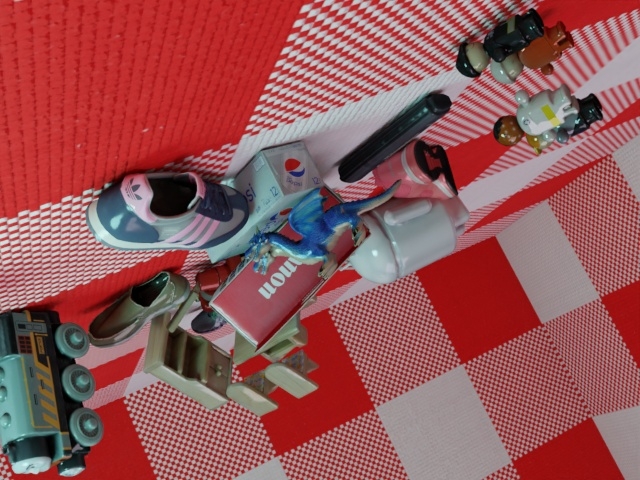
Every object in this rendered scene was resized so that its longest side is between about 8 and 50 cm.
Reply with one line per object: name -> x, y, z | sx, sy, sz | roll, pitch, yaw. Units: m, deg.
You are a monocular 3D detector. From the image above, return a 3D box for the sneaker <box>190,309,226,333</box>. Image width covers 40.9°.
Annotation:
sneaker -> -0.277, 0.185, 2.462 | 0.224, 0.083, 0.098 | -27, 147, -10

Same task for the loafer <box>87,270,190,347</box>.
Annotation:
loafer -> -0.409, 0.140, 1.874 | 0.251, 0.094, 0.087 | -35, 145, -4

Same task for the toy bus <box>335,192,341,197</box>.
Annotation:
toy bus -> -0.019, -0.018, 1.934 | 0.104, 0.191, 0.202 | 16, 177, 13

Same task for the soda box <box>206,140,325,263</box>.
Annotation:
soda box -> -0.114, -0.064, 1.523 | 0.098, 0.091, 0.286 | -19, 167, -38

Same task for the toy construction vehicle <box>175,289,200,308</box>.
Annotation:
toy construction vehicle -> -0.326, 0.143, 2.205 | 0.098, 0.035, 0.086 | -17, 177, -31

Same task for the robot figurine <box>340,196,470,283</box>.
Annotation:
robot figurine -> 0.212, -0.013, 2.235 | 0.353, 0.200, 0.300 | -25, 152, -14

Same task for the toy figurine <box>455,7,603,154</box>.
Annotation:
toy figurine -> 0.335, -0.248, 1.380 | 0.148, 0.209, 0.213 | -26, 171, 32

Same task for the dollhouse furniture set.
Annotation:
dollhouse furniture set -> -0.228, 0.253, 2.239 | 0.394, 0.362, 0.256 | -31, 128, 27

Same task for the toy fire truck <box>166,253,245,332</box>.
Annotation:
toy fire truck -> -0.257, 0.128, 2.024 | 0.246, 0.158, 0.217 | -10, 165, -18

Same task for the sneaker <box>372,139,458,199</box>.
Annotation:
sneaker -> 0.209, -0.148, 1.918 | 0.136, 0.116, 0.314 | -19, 166, 23

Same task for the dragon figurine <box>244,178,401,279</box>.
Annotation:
dragon figurine -> 0.000, -0.034, 1.453 | 0.289, 0.144, 0.085 | -48, 166, 4

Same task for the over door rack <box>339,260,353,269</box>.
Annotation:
over door rack -> 0.039, 0.060, 2.511 | 0.324, 0.108, 0.239 | -15, 173, 20

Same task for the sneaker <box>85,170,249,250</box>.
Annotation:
sneaker -> -0.197, -0.054, 1.318 | 0.131, 0.112, 0.319 | -34, 168, 33

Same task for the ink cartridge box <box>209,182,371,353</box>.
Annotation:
ink cartridge box -> -0.057, 0.041, 1.627 | 0.309, 0.130, 0.272 | -47, -174, 3

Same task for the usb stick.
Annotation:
usb stick -> 0.136, -0.190, 1.630 | 0.077, 0.045, 0.278 | -14, 164, -45

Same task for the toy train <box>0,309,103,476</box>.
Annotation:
toy train -> -0.535, 0.285, 1.630 | 0.142, 0.334, 0.190 | -30, 155, 31
